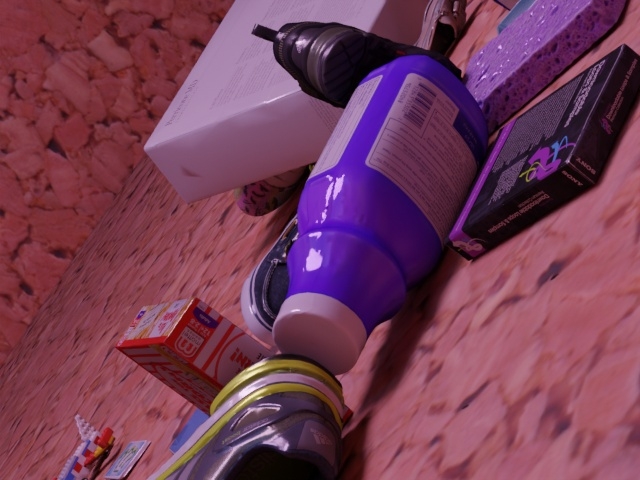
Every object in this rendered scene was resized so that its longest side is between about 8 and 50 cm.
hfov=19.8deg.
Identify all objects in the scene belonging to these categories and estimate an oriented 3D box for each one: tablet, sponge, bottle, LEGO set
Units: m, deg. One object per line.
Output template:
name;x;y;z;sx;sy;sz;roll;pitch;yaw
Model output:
tablet;-0.121;0.182;1.733;0.054;0.006;0.083;-55;11;-7
sponge;0.180;-0.162;1.501;0.210;0.031;0.117;-42;16;46
bottle;0.042;-0.019;1.399;0.092;0.118;0.283;-23;30;41
LEGO set;-0.279;0.275;1.968;0.182;0.060;0.244;-52;10;-16

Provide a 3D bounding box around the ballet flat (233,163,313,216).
ballet flat;-0.017;-0.121;2.072;0.221;0.077;0.079;-50;14;-7

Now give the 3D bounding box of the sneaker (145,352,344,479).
sneaker;-0.091;0.215;1.273;0.300;0.111;0.121;-53;15;11

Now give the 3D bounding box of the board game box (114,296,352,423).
board game box;-0.071;0.105;1.411;0.045;0.147;0.193;-55;11;-13

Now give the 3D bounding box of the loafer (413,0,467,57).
loafer;0.123;-0.206;1.857;0.039;0.045;0.125;7;66;57

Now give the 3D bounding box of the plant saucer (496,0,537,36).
plant saucer;0.224;-0.247;1.616;0.192;0.018;0.067;-50;12;20

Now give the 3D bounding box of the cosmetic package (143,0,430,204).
cosmetic package;0.000;-0.222;2.026;0.284;0.097;0.377;-14;34;35

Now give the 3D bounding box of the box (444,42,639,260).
box;0.158;-0.060;1.290;0.162;0.029;0.116;-38;20;57

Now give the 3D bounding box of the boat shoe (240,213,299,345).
boat shoe;-0.012;0.013;1.653;0.083;0.065;0.183;-46;12;38

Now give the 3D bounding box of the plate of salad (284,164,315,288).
plate of salad;0.000;0.000;1.542;0.200;0.048;0.200;19;-90;-83

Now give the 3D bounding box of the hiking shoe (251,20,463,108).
hiking shoe;0.039;-0.148;1.582;0.227;0.114;0.086;24;-84;-56

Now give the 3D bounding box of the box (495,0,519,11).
box;0.188;-0.292;1.754;0.126;0.072;0.137;-51;11;9
